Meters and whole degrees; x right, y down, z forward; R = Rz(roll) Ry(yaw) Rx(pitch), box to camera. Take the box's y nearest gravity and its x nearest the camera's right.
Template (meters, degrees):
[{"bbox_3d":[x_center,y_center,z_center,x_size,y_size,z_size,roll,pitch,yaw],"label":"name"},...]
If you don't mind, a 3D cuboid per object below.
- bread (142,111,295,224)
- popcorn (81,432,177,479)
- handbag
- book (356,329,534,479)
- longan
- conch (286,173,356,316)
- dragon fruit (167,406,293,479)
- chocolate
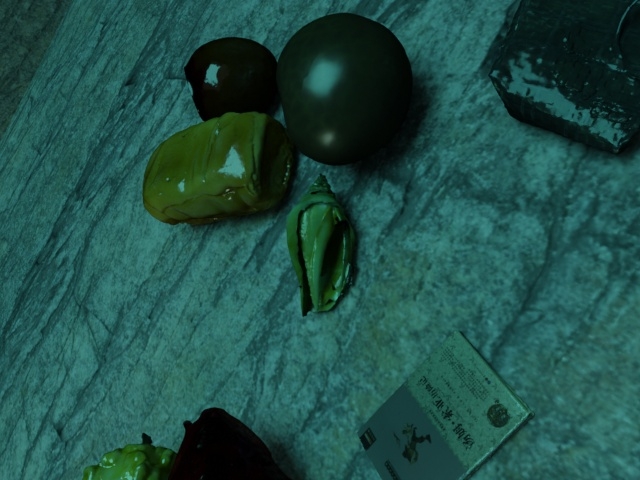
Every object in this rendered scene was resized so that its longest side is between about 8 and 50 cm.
[{"bbox_3d":[-0.183,-0.114,0.986,0.294,0.132,0.167,-8,59,42],"label":"bread"},{"bbox_3d":[-0.262,0.362,0.813,0.173,0.173,0.142,-46,13,17],"label":"popcorn"},{"bbox_3d":[0.302,-0.229,0.631,0.175,0.088,0.271,20,85,38],"label":"handbag"},{"bbox_3d":[0.127,0.203,0.631,0.182,0.014,0.127,-50,46,13],"label":"book"},{"bbox_3d":[0.033,-0.209,0.792,0.198,0.198,0.213,-36,48,25],"label":"longan"},{"bbox_3d":[0.000,-0.001,0.803,0.094,0.079,0.201,-17,76,22],"label":"conch"},{"bbox_3d":[-0.116,0.419,0.691,0.329,0.227,0.286,-60,20,22],"label":"dragon fruit"},{"bbox_3d":[-0.152,-0.286,1.032,0.176,0.176,0.177,-20,59,36],"label":"chocolate"}]
